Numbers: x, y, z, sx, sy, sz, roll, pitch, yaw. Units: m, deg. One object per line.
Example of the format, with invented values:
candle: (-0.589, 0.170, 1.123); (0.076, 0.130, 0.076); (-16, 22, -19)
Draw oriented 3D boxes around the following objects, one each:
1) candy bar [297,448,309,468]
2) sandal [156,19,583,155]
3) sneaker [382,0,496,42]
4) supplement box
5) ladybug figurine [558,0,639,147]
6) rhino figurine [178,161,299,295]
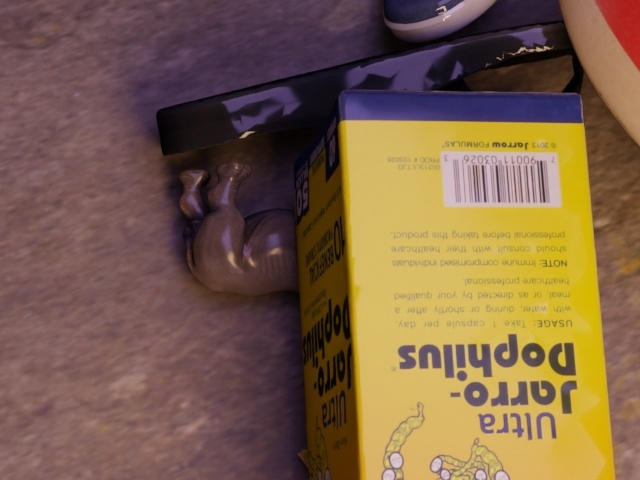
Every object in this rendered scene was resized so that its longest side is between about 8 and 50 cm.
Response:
candy bar: (0.053, 0.148, 1.560); (0.161, 0.018, 0.040); (-35, 79, -20)
sandal: (0.084, -0.112, 1.613); (0.446, 0.167, 0.107); (-13, 96, -8)
sneaker: (0.117, -0.339, 1.677); (0.131, 0.148, 0.350); (-3, 52, 35)
supplement box: (0.095, 0.082, 1.437); (0.195, 0.194, 0.356); (0, 76, -12)
ladybug figurine: (0.391, -0.155, 1.518); (0.449, 0.162, 0.305); (34, 61, -9)
rhino figurine: (0.000, 0.000, 1.578); (0.243, 0.073, 0.106); (5, 78, -11)
